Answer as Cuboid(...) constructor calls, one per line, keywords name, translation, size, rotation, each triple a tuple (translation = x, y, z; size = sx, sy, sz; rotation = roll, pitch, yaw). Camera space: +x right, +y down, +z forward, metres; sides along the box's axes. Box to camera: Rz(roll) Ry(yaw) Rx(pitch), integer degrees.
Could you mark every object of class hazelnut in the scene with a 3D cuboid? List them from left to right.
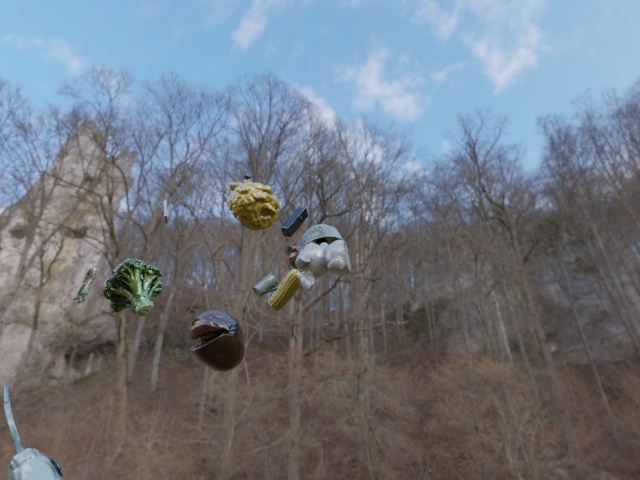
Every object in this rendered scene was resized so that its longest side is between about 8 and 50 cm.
Cuboid(name="hazelnut", translation=(-0.395, 0.391, 1.618), size=(0.217, 0.251, 0.217), rotation=(-26, -1, 0))

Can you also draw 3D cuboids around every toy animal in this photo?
Cuboid(name="toy animal", translation=(0.010, 0.078, 1.432), size=(0.193, 0.178, 0.127), rotation=(-12, -72, 0))

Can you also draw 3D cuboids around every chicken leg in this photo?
Cuboid(name="chicken leg", translation=(-0.040, 0.036, 1.738), size=(0.093, 0.304, 0.113), rotation=(7, -71, 23))

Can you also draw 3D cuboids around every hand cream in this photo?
Cuboid(name="hand cream", translation=(-0.962, 0.179, 1.693), size=(0.057, 0.165, 0.037), rotation=(5, -27, 14))

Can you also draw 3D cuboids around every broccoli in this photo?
Cuboid(name="broccoli", translation=(-0.800, 0.211, 1.784), size=(0.254, 0.269, 0.269), rotation=(-29, -31, -22))

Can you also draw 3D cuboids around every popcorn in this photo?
Cuboid(name="popcorn", translation=(-0.216, -0.117, 1.313), size=(0.180, 0.170, 0.180), rotation=(6, -6, 1))

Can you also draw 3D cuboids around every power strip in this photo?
Cuboid(name="power strip", translation=(-0.077, -0.058, 1.256), size=(0.030, 0.111, 0.037), rotation=(12, -41, 31))

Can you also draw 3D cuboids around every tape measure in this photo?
Cuboid(name="tape measure", translation=(-0.620, 0.448, 0.844), size=(0.084, 0.330, 0.163), rotation=(-18, -44, -54))

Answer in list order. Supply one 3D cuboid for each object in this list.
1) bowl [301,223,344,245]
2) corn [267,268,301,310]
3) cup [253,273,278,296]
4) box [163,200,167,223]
Cuboid(name="bowl", translation=(0.000, 0.000, 1.893), size=(0.212, 0.112, 0.211), rotation=(-10, -31, -6))
Cuboid(name="corn", translation=(-0.171, 0.252, 2.085), size=(0.093, 0.093, 0.244), rotation=(27, -72, -32))
Cuboid(name="cup", translation=(-0.200, 0.176, 1.540), size=(0.083, 0.075, 0.054), rotation=(-37, -21, -28))
Cuboid(name="box", translation=(-0.621, -0.114, 1.648), size=(0.012, 0.083, 0.046), rotation=(-5, -40, -19))
